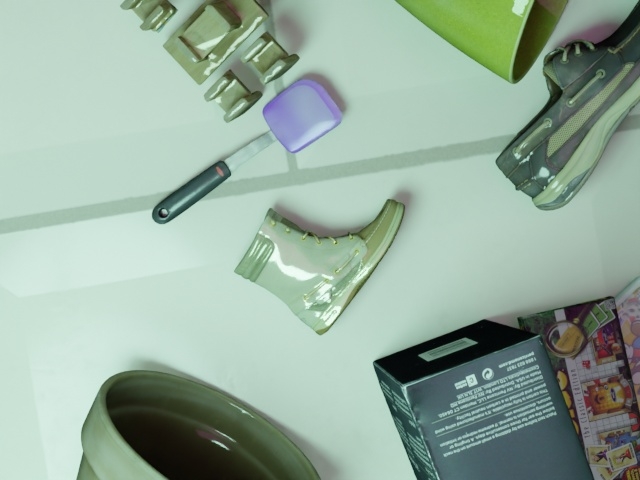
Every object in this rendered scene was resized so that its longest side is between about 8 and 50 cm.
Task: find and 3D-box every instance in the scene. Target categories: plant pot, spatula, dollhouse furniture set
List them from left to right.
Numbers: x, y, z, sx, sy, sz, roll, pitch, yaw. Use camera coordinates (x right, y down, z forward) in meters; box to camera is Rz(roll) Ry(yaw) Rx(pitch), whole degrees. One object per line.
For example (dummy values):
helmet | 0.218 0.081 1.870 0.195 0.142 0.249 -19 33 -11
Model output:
plant pot | -0.196 0.371 1.668 0.323 0.323 0.280 29 105 -3
spatula | -0.110 -0.115 1.786 0.296 0.030 0.084 -35 91 -2
dollhouse furniture set | -0.101 -0.322 1.757 0.242 0.161 0.212 -42 92 20
plant pot | 0.179 -0.389 1.707 0.294 0.275 0.274 26 88 13

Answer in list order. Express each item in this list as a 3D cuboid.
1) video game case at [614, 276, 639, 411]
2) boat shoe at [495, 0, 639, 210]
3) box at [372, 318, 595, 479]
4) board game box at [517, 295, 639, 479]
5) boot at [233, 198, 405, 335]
video game case | 0.436 0.201 1.816 0.227 0.026 0.206 -44 92 -3
boat shoe | 0.363 -0.213 1.762 0.130 0.132 0.355 33 87 -3
box | 0.215 0.281 1.647 0.179 0.343 0.312 -20 91 -3
board game box | 0.365 0.217 1.787 0.136 0.030 0.259 -13 91 0
boot | 0.000 0.000 1.770 0.165 0.077 0.213 36 91 0
